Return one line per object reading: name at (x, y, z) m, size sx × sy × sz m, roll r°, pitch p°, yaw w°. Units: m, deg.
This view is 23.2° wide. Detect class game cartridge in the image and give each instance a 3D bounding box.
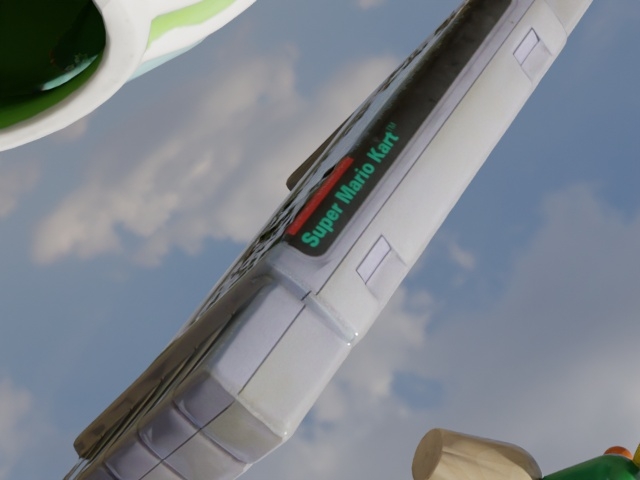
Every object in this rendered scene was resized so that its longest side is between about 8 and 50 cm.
game cartridge at (0.000, 0.000, 0.788) m, size 0.355 × 0.068 × 0.230 m, roll -53°, pitch -178°, yaw -41°

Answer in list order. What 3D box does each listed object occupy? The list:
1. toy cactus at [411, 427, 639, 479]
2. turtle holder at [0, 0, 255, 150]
toy cactus at (0.141, 0.146, 0.901) m, size 0.219 × 0.180 × 0.112 m, roll -25°, pitch -136°, yaw 62°
turtle holder at (-0.078, -0.158, 0.508) m, size 0.320 × 0.243 × 0.227 m, roll -4°, pitch -124°, yaw 14°
